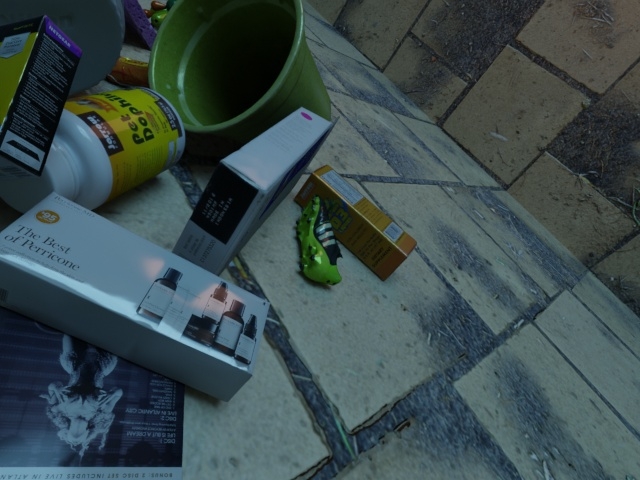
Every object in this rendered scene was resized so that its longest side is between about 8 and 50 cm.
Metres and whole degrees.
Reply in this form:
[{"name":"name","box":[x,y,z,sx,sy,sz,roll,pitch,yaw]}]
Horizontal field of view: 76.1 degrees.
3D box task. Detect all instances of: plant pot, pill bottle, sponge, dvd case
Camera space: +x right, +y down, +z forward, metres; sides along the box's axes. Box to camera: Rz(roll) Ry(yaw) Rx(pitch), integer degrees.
[{"name":"plant pot","box":[-0.104,-0.269,0.723,0.276,0.276,0.254,53,11,23]},{"name":"pill bottle","box":[-0.264,-0.109,0.484,0.117,0.117,0.215,36,31,-5]},{"name":"sponge","box":[-0.397,-0.485,0.799,0.117,0.031,0.210,46,-9,11]},{"name":"dvd case","box":[-0.201,0.109,0.361,0.164,0.018,0.221,19,35,-31]}]

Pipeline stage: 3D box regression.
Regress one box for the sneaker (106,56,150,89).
[{"name":"sneaker","box":[-0.315,-0.297,0.727,0.175,0.067,0.064,23,36,-20]}]

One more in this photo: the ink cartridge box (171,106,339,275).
[{"name":"ink cartridge box","box":[-0.075,-0.087,0.594,0.069,0.176,0.371,36,31,-3]}]

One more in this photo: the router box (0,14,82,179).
[{"name":"router box","box":[-0.312,-0.117,0.360,0.046,0.179,0.133,51,40,-64]}]

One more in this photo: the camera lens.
[{"name":"camera lens","box":[-0.405,-0.363,0.571,0.219,0.219,0.274,5,45,-43]}]

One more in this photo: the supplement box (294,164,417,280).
[{"name":"supplement box","box":[0.065,-0.037,0.772,0.233,0.078,0.080,43,34,8]}]

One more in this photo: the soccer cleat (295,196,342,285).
[{"name":"soccer cleat","box":[0.000,0.000,0.683,0.072,0.060,0.179,31,37,-30]}]

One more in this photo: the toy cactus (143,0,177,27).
[{"name":"toy cactus","box":[-0.316,-0.552,0.967,0.112,0.180,0.219,54,34,-13]}]

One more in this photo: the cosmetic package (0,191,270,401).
[{"name":"cosmetic package","box":[-0.170,0.054,0.390,0.239,0.060,0.099,30,30,-16]}]
